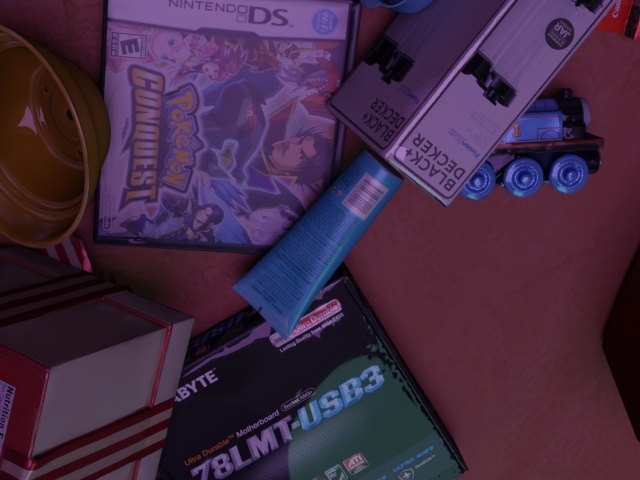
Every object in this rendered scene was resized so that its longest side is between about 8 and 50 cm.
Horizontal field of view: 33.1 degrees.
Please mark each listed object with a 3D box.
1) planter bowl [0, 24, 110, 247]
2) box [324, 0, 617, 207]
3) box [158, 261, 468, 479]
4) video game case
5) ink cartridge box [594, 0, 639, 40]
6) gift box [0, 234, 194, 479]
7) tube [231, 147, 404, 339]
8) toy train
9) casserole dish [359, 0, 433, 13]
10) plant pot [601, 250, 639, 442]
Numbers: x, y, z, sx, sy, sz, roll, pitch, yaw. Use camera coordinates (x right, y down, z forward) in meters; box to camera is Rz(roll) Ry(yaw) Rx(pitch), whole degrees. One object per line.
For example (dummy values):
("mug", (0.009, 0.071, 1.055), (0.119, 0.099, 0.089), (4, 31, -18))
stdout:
("planter bowl", (-0.264, -0.108, 1.018), (0.217, 0.090, 0.217), (17, 120, 32))
("box", (0.147, -0.190, 1.002), (0.087, 0.169, 0.290), (34, 99, -29))
("box", (-0.030, 0.211, 1.210), (0.296, 0.073, 0.293), (-30, 113, 4))
("video game case", (-0.098, -0.119, 1.088), (0.248, 0.035, 0.274), (4, 111, -9))
("ink cartridge box", (0.341, -0.235, 1.103), (0.115, 0.029, 0.062), (6, 111, -10))
("gift box", (-0.296, 0.136, 1.034), (0.276, 0.258, 0.255), (26, 106, 21))
("tube", (0.000, 0.000, 1.101), (0.080, 0.052, 0.207), (44, 102, 16))
("toy train", (0.201, -0.101, 1.113), (0.184, 0.080, 0.105), (-4, 106, -6))
("casserole dish", (0.111, -0.287, 1.014), (0.037, 0.114, 0.188), (31, 106, -38))
("plant pot", (0.458, 0.117, 1.150), (0.267, 0.267, 0.235), (27, 119, -16))
